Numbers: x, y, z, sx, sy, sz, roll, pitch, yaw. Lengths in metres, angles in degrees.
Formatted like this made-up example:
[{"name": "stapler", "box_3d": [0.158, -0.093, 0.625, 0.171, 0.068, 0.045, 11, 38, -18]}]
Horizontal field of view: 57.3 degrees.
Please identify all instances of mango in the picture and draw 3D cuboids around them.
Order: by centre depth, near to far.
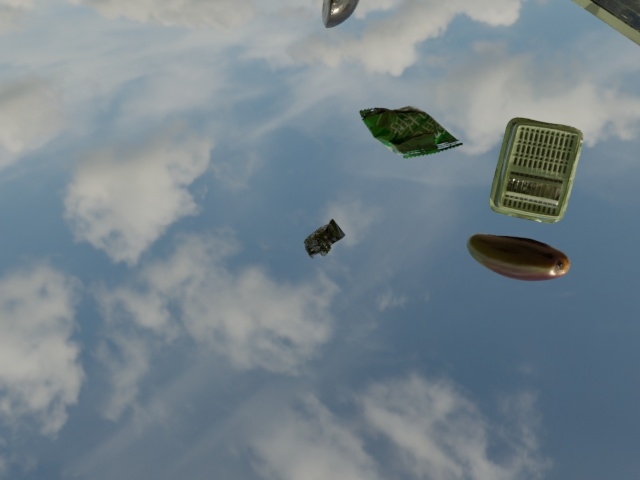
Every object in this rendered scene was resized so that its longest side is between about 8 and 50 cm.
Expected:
[{"name": "mango", "box_3d": [0.500, 0.043, 1.497, 0.268, 0.111, 0.133, 16, -159, 35]}]

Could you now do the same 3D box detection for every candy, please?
[{"name": "candy", "box_3d": [0.195, -0.237, 1.286, 0.141, 0.078, 0.203, -26, -135, -11]}]

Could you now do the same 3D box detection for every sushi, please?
[{"name": "sushi", "box_3d": [0.000, 0.000, 1.448, 0.083, 0.056, 0.084, -14, -150, 48]}]

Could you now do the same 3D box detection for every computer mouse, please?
[{"name": "computer mouse", "box_3d": [0.068, -0.718, 1.600, 0.100, 0.269, 0.170, 4, -164, -11]}]

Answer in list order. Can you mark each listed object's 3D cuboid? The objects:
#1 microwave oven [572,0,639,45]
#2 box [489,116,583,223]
[{"name": "microwave oven", "box_3d": [0.588, -0.557, 1.078, 0.355, 0.286, 0.218, 40, -103, 10]}, {"name": "box", "box_3d": [0.628, -0.202, 1.710, 0.221, 0.290, 0.166, 13, -170, 13]}]
